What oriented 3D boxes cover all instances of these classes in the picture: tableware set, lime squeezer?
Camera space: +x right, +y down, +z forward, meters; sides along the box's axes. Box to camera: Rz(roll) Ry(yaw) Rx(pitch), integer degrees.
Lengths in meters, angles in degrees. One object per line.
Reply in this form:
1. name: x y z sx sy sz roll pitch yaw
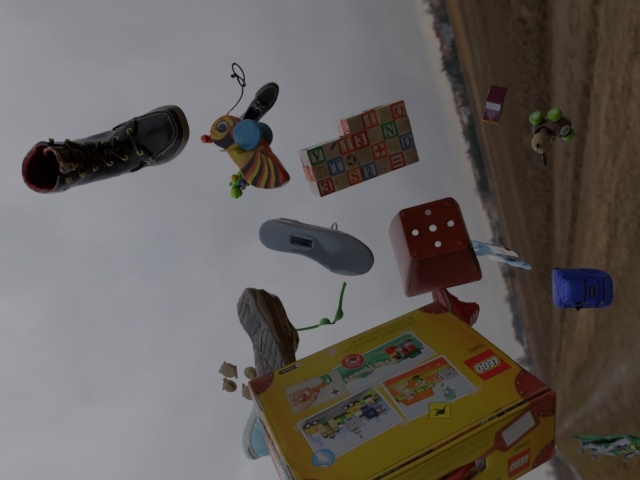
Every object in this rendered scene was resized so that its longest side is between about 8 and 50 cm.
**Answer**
1. tableware set: -0.295 0.514 1.886 0.020 0.169 0.141 -60 -19 -67
2. lime squeezer: 0.026 0.321 2.204 0.110 0.310 0.059 49 175 -10

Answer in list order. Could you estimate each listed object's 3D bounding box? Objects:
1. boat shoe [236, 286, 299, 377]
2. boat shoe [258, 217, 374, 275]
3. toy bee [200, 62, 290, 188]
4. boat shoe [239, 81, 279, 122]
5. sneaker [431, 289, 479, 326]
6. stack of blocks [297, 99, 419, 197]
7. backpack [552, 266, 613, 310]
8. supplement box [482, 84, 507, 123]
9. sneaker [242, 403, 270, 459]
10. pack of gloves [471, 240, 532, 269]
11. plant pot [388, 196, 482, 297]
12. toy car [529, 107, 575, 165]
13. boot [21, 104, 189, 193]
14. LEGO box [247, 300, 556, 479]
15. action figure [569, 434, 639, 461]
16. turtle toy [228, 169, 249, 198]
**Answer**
1. boat shoe: -0.104 0.252 1.286 0.116 0.123 0.324 5 -131 -40
2. boat shoe: -0.003 0.008 1.629 0.156 0.367 0.135 -49 -28 -71
3. toy bee: -0.199 -0.245 1.260 0.195 0.162 0.298 26 -137 -64
4. boat shoe: -0.211 -0.450 1.764 0.075 0.206 0.065 34 -155 -27
5. sneaker: 0.506 0.233 1.911 0.221 0.128 0.087 64 161 -14
6. stack of blocks: 0.097 -0.247 1.374 0.087 0.297 0.171 -150 40 -70
7. backpack: 0.607 0.115 1.184 0.101 0.120 0.098 -31 -60 -76
8. supplement box: 0.444 -0.346 1.312 0.083 0.043 0.055 68 -139 -64
9. sneaker: -0.132 0.537 1.675 0.135 0.150 0.366 60 -156 -31
10. pack of gloves: 0.624 0.063 1.835 0.195 0.232 0.046 29 -96 -26
11. plant pot: 0.371 0.002 1.694 0.236 0.267 0.267 62 -165 -64
12. toy car: 0.904 -0.400 2.046 0.155 0.149 0.188 36 -111 -34
13. boot: -0.538 -0.225 1.293 0.284 0.377 0.138 -32 -73 -54
14. LEGO box: 0.149 0.366 1.055 0.372 0.500 0.193 -137 31 -59
15. action figure: 0.852 0.593 1.476 0.232 0.137 0.063 124 167 -59
16. turtle toy: -0.286 -0.210 1.845 0.066 0.130 0.095 34 167 -2
